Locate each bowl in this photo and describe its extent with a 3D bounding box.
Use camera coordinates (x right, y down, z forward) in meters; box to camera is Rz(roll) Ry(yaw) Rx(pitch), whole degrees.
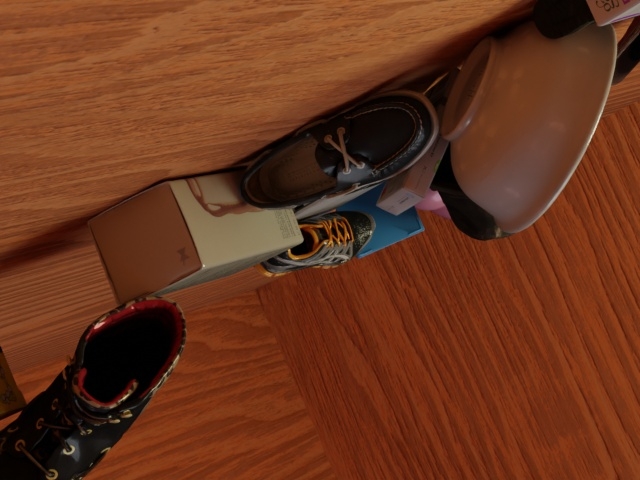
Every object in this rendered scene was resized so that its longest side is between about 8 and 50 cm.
[{"bbox_3d":[0.242,-0.168,1.784,0.134,0.297,0.298,23,163,-11],"label":"bowl"}]

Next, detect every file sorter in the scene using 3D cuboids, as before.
[{"bbox_3d":[0.077,-0.068,2.299,0.118,0.170,0.104,-23,178,-5],"label":"file sorter"}]

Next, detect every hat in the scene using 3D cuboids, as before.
[{"bbox_3d":[0.258,-0.078,2.178,0.331,0.133,0.331,-8,-162,3],"label":"hat"}]

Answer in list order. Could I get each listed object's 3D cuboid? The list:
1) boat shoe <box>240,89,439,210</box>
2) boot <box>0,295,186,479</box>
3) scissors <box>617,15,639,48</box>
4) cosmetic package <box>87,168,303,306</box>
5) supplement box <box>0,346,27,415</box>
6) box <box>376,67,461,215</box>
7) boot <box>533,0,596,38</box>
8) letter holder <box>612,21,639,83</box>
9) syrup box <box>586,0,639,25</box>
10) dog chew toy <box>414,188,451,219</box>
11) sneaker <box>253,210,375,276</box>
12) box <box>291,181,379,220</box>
[{"bbox_3d":[0.021,-0.109,1.867,0.303,0.114,0.091,-28,180,38],"label":"boat shoe"},{"bbox_3d":[-0.329,0.239,1.851,0.377,0.138,0.284,-42,175,-33],"label":"boot"},{"bbox_3d":[0.424,-0.253,2.077,0.297,0.021,0.109,-55,167,26],"label":"scissors"},{"bbox_3d":[-0.167,-0.012,1.950,0.153,0.129,0.296,-23,177,25],"label":"cosmetic package"},{"bbox_3d":[-0.617,0.216,1.898,0.357,0.194,0.195,-25,176,8],"label":"supplement box"},{"bbox_3d":[0.145,-0.134,1.941,0.186,0.038,0.145,-65,-173,-13],"label":"box"},{"bbox_3d":[0.363,-0.305,1.655,0.137,0.076,0.198,-26,-169,-39],"label":"boot"},{"bbox_3d":[0.529,-0.262,2.011,0.214,0.152,0.302,-47,170,12],"label":"letter holder"},{"bbox_3d":[0.362,-0.306,1.387,0.096,0.093,0.237,-21,175,-39],"label":"syrup box"},{"bbox_3d":[0.251,-0.124,2.432,0.332,0.206,0.207,-9,167,-44],"label":"dog chew toy"},{"bbox_3d":[0.000,0.000,2.147,0.215,0.084,0.083,-20,170,-31],"label":"sneaker"},{"bbox_3d":[-0.006,-0.090,2.122,0.169,0.087,0.290,-20,174,-42],"label":"box"}]
